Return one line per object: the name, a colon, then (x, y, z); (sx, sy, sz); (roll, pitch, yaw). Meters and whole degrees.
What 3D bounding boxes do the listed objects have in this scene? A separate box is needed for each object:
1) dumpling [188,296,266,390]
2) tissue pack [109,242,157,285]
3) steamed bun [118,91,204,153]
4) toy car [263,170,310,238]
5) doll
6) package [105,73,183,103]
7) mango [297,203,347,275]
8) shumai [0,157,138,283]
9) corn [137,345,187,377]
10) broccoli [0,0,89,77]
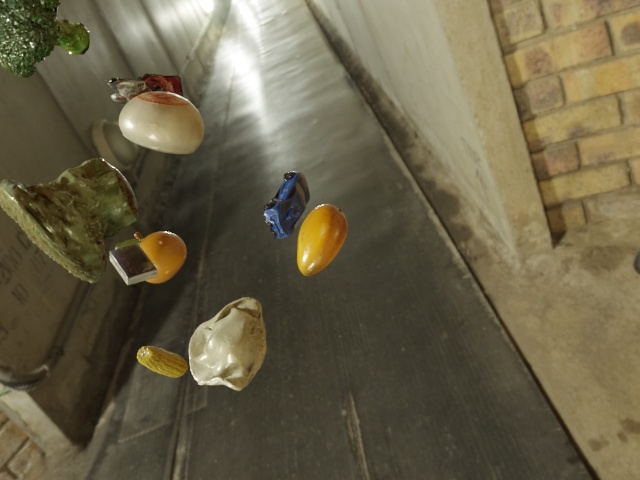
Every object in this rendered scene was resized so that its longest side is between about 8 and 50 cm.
dumpling: (-0.300, 0.344, 1.905); (0.243, 0.187, 0.318); (1, 54, 8)
tissue pack: (-0.660, 0.082, 2.055); (0.112, 0.051, 0.156); (-19, 51, -36)
steamed bun: (-0.434, -0.339, 1.617); (0.232, 0.145, 0.232); (16, 19, -6)
toy car: (-0.075, -0.096, 1.495); (0.063, 0.103, 0.216); (0, 42, 30)
doll: (-0.645, 0.043, 2.266); (0.213, 0.236, 0.213); (-46, 8, 8)
package: (-0.648, -0.558, 2.161); (0.269, 0.071, 0.194); (-7, -11, -10)
mango: (0.000, 0.000, 1.625); (0.145, 0.112, 0.219); (-4, 59, 47)
shumai: (-0.739, -0.095, 1.784); (0.323, 0.397, 0.324); (-47, 20, -20)
corn: (-0.443, 0.343, 1.645); (0.067, 0.206, 0.067); (-7, 65, 16)
broccoli: (-0.788, -0.606, 1.607); (0.297, 0.297, 0.297); (-7, 5, 31)
